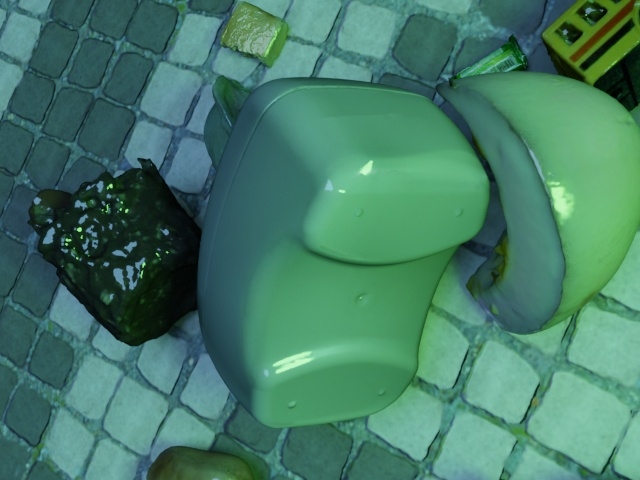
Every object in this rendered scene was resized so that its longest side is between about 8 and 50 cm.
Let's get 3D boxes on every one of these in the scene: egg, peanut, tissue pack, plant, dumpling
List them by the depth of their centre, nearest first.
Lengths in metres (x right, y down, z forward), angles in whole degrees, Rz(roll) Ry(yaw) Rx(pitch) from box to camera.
[{"bbox_3d":[0.235,-0.050,0.727,0.161,0.206,0.271,-21,106,-14],"label":"egg"},{"bbox_3d":[0.000,0.000,0.755,0.236,0.229,0.333,54,135,45],"label":"tissue pack"},{"bbox_3d":[-0.142,0.288,0.890,0.152,0.076,0.076,6,82,22],"label":"peanut"},{"bbox_3d":[-0.084,-0.131,0.917,0.104,0.149,0.217,-11,62,-20],"label":"dumpling"},{"bbox_3d":[-0.246,0.006,0.936,0.178,0.204,0.234,-38,62,-13],"label":"plant"}]

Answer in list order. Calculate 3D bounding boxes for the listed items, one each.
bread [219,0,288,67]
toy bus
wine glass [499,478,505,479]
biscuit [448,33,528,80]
[{"bbox_3d":[-0.088,-0.278,1.002,0.083,0.035,0.070,25,91,20],"label":"bread"},{"bbox_3d":[0.387,-0.267,0.743,0.335,0.121,0.123,-43,55,11],"label":"toy bus"},{"bbox_3d":[0.285,0.276,0.687,0.230,0.103,0.103,-4,78,21],"label":"wine glass"},{"bbox_3d":[0.197,-0.196,0.868,0.089,0.016,0.046,-31,67,15],"label":"biscuit"}]
